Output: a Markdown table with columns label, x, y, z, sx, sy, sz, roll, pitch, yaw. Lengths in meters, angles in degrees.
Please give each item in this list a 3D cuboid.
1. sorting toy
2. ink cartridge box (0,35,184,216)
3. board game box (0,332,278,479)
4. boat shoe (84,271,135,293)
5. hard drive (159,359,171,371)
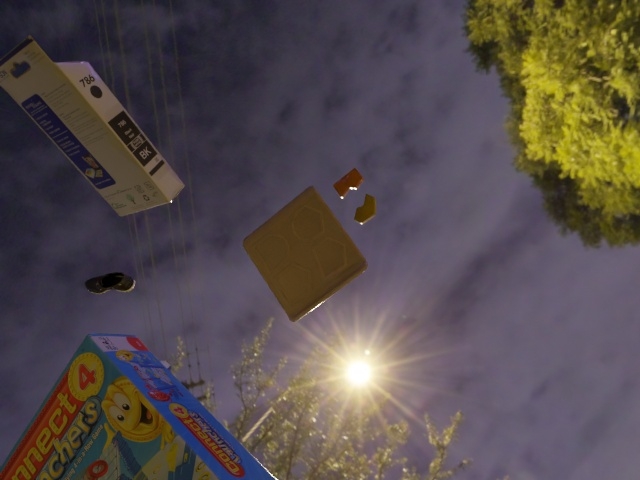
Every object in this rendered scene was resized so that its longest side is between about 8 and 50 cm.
| label | x | y | z | sx | sy | sz | roll | pitch | yaw |
| --- | --- | --- | --- | --- | --- | --- | --- | --- | --- |
| sorting toy | 0.000 | 0.000 | 0.978 | 0.307 | 0.229 | 0.041 | -37 | -17 | 12 |
| ink cartridge box | -0.413 | -0.196 | 0.820 | 0.333 | 0.165 | 0.065 | 57 | -140 | -32 |
| board game box | -0.254 | 0.328 | 0.557 | 0.308 | 0.302 | 0.086 | -57 | -25 | 0 |
| boat shoe | -0.501 | 0.097 | 1.064 | 0.042 | 0.133 | 0.049 | 60 | -147 | -51 |
| hard drive | -0.472 | 0.453 | 1.076 | 0.210 | 0.040 | 0.319 | -12 | -55 | -46 |
